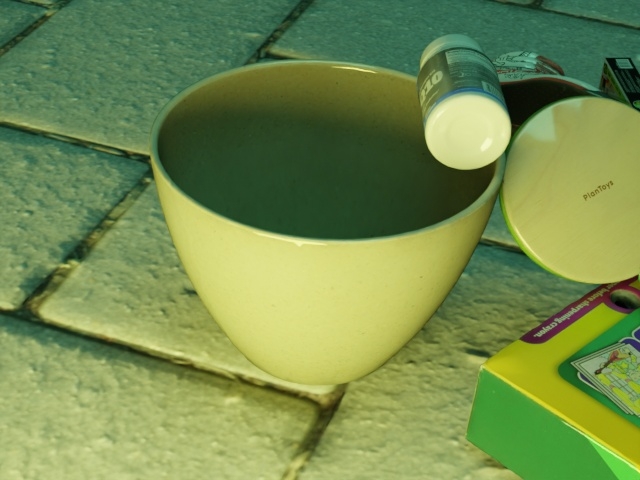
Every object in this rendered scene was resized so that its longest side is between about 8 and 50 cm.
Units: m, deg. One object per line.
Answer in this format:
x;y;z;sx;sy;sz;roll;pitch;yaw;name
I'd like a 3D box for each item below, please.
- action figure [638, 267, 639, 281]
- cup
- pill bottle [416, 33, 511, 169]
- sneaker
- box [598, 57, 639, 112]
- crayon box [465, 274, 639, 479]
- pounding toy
0.396;0.074;1.130;0.232;0.063;0.137;24;28;19;action figure
0.000;0.000;1.231;0.331;0.237;0.331;3;36;-2;cup
0.129;-0.132;1.159;0.078;0.078;0.137;2;35;-3;pill bottle
0.300;-0.190;1.622;0.270;0.090;0.145;12;31;40;sneaker
0.387;-0.132;1.563;0.036;0.114;0.207;0;35;-5;box
0.373;0.155;1.162;0.363;0.106;0.313;-26;46;-37;crayon box
0.279;-0.043;1.243;0.237;0.182;0.110;-1;-9;-9;pounding toy
